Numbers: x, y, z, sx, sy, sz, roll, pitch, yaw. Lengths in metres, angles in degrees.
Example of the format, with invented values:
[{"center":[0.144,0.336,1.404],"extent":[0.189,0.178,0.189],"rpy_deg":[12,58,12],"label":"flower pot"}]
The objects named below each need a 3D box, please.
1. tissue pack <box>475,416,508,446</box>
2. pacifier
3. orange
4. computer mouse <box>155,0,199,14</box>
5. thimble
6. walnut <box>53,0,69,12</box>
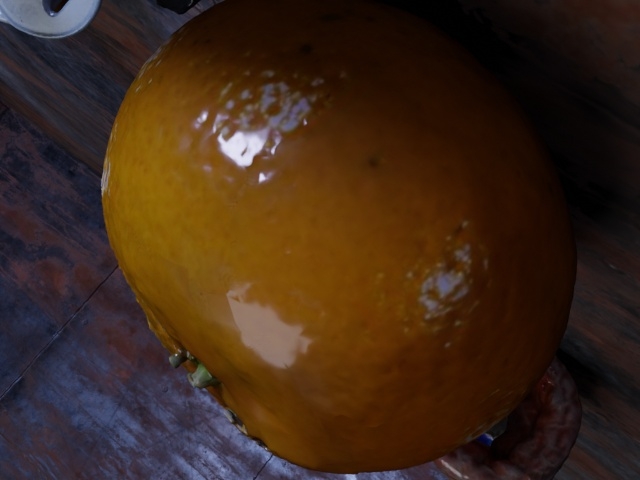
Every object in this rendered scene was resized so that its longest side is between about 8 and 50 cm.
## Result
[{"center":[0.257,0.264,1.214],"extent":[0.209,0.137,0.270],"rpy_deg":[34,169,21],"label":"tissue pack"},{"center":[-0.416,-0.352,0.840],"extent":[0.279,0.207,0.227],"rpy_deg":[43,123,-17],"label":"pacifier"},{"center":[0.000,0.000,0.598],"extent":[0.424,0.326,0.424],"rpy_deg":[43,164,16],"label":"orange"},{"center":[-0.107,-0.248,0.608],"extent":[0.057,0.099,0.172],"rpy_deg":[47,167,-21],"label":"computer mouse"},{"center":[0.247,0.245,0.981],"extent":[0.239,0.239,0.162],"rpy_deg":[34,165,23],"label":"thimble"},{"center":[-0.440,-0.397,1.019],"extent":[0.115,0.116,0.207],"rpy_deg":[32,172,28],"label":"walnut"}]
